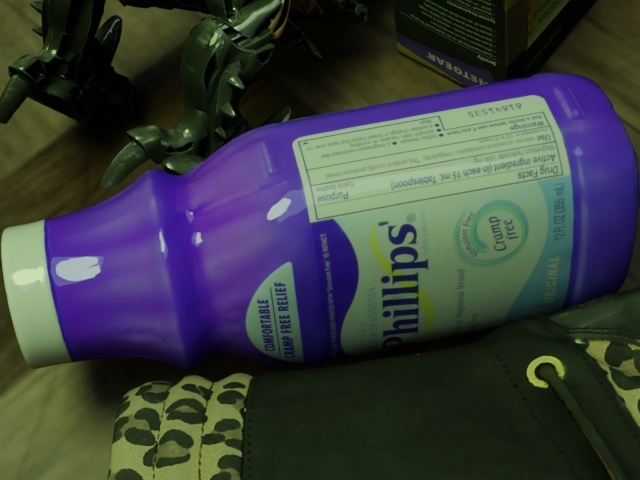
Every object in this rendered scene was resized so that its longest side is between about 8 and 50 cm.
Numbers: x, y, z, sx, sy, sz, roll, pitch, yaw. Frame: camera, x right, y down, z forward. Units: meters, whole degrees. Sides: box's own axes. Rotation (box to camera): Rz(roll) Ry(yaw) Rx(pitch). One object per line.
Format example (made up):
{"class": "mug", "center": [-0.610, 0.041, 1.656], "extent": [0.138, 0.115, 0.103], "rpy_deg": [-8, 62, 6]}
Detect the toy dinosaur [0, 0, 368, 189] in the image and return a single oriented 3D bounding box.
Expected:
{"class": "toy dinosaur", "center": [-0.069, -0.148, 0.665], "extent": [0.322, 0.218, 0.164], "rpy_deg": [3, 28, -40]}

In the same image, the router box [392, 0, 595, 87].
{"class": "router box", "center": [0.149, -0.259, 0.696], "extent": [0.081, 0.243, 0.309], "rpy_deg": [31, 68, 24]}

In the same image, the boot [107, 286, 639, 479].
{"class": "boot", "center": [0.064, 0.182, 0.497], "extent": [0.284, 0.138, 0.377], "rpy_deg": [-7, 54, 3]}

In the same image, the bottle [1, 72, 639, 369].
{"class": "bottle", "center": [0.000, 0.000, 0.617], "extent": [0.283, 0.118, 0.092], "rpy_deg": [-10, 46, -6]}
